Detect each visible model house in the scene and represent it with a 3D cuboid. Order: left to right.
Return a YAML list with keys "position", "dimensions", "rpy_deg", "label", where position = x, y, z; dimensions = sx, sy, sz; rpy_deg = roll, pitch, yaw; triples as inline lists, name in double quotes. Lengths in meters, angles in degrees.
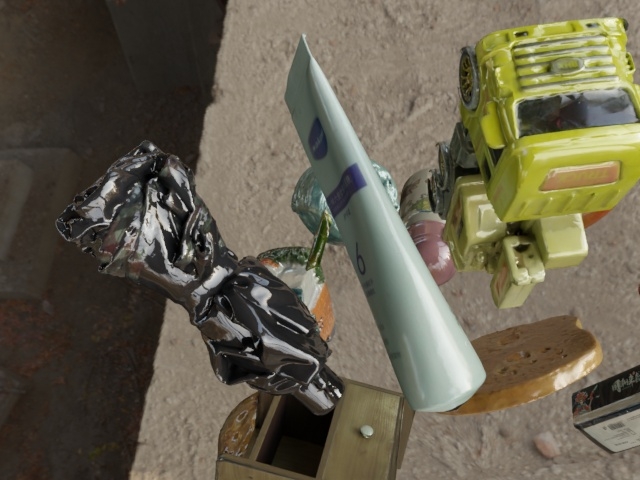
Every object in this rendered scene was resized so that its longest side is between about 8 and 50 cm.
- position: [-0.093, 0.194, 1.437]
  dimensions: [0.190, 0.271, 0.301]
  rpy_deg: [-6, 26, 14]
  label: "model house"

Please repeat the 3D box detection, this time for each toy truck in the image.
- position: [0.174, -0.045, 0.505]
  dimensions: [0.124, 0.272, 0.157]
  rpy_deg: [-8, 66, -1]
  label: "toy truck"

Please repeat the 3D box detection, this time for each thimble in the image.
- position: [0.052, -0.086, 1.315]
  dimensions: [0.235, 0.143, 0.198]
  rpy_deg: [0, 89, -24]
  label: "thimble"

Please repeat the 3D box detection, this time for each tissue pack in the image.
- position: [0.519, 0.278, 0.977]
  dimensions: [0.103, 0.170, 0.090]
  rpy_deg: [37, 46, -9]
  label: "tissue pack"

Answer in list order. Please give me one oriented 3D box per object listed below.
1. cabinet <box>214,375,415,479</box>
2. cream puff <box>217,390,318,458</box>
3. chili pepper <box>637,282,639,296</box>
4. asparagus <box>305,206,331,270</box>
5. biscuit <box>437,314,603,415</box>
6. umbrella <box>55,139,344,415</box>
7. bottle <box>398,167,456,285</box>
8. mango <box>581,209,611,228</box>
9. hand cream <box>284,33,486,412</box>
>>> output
- position: [0.002, 0.271, 0.725]
  dimensions: [0.215, 0.148, 0.175]
  rpy_deg: [13, 31, 7]
  label: "cabinet"
- position: [-0.055, 0.331, 0.937]
  dimensions: [0.240, 0.164, 0.240]
  rpy_deg: [-16, 29, 9]
  label: "cream puff"
- position: [0.573, 0.101, 0.981]
  dimensions: [0.073, 0.123, 0.070]
  rpy_deg: [42, 122, -6]
  label: "chili pepper"
- position: [-0.001, 0.000, 0.924]
  dimensions: [0.021, 0.025, 0.108]
  rpy_deg: [13, 108, -13]
  label: "asparagus"
- position: [0.424, 0.285, 1.326]
  dimensions: [0.385, 0.365, 0.062]
  rpy_deg: [-20, 95, 14]
  label: "biscuit"
- position: [-0.080, 0.046, 0.477]
  dimensions: [0.122, 0.272, 0.110]
  rpy_deg: [-31, 18, 39]
  label: "umbrella"
- position: [0.188, -0.020, 0.995]
  dimensions: [0.120, 0.120, 0.253]
  rpy_deg: [-5, 31, 13]
  label: "bottle"
- position: [0.679, -0.095, 1.580]
  dimensions: [0.146, 0.129, 0.289]
  rpy_deg: [37, 122, -13]
  label: "mango"
- position: [0.045, -0.010, 0.499]
  dimensions: [0.067, 0.109, 0.321]
  rpy_deg: [-21, 81, -15]
  label: "hand cream"
